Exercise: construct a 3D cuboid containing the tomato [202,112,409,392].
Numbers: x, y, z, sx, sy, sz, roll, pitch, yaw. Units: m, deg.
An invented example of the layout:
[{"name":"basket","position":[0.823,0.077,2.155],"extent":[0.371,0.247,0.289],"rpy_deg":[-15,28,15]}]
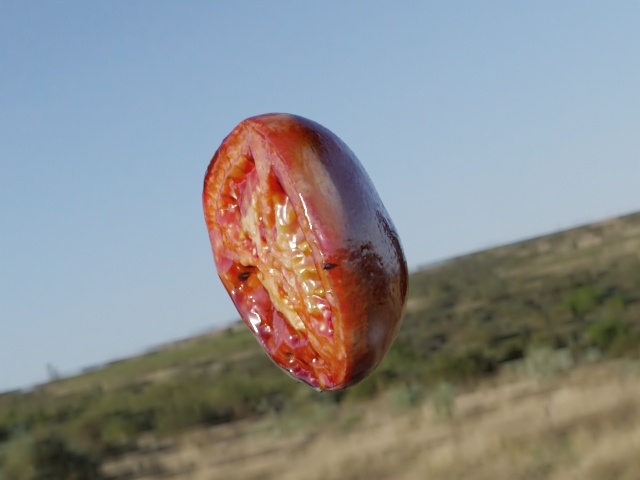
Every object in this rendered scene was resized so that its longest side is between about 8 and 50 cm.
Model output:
[{"name":"tomato","position":[0.000,0.008,1.100],"extent":[0.082,0.174,0.166],"rpy_deg":[-17,-16,-25]}]
